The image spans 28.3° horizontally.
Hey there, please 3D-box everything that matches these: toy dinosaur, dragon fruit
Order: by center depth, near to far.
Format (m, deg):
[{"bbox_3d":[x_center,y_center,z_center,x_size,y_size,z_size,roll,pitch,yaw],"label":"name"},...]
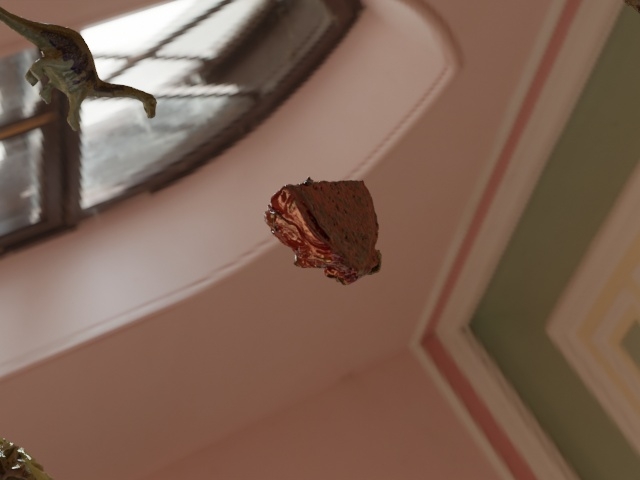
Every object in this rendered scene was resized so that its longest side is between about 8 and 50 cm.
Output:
[{"bbox_3d":[-0.187,-0.122,0.898,0.037,0.058,0.180,17,-14,38],"label":"toy dinosaur"},{"bbox_3d":[0.000,0.000,1.267,0.083,0.162,0.106,-30,-100,23],"label":"dragon fruit"}]

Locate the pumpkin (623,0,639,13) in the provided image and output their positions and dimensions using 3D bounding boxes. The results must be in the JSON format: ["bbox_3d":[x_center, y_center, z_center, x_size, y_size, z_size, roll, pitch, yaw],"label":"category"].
[{"bbox_3d":[0.411,-0.223,1.212,0.280,0.190,0.139,50,-52,-1],"label":"pumpkin"}]

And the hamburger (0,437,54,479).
[{"bbox_3d":[-0.301,0.252,0.852,0.318,0.277,0.195,58,5,22],"label":"hamburger"}]
